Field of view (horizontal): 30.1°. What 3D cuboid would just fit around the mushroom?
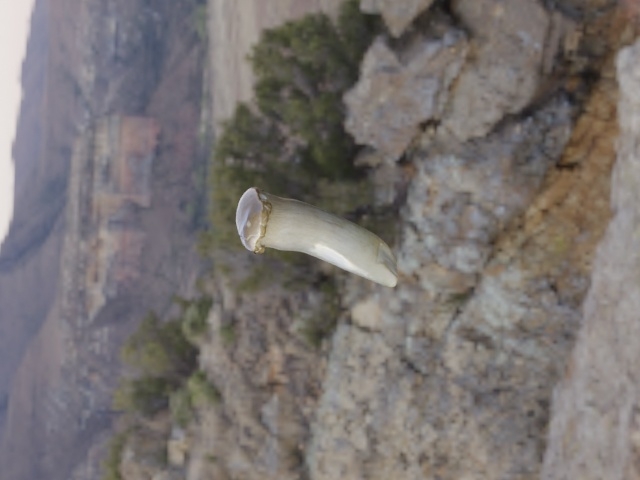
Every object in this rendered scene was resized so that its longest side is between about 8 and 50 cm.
[{"bbox_3d":[0.000,0.000,1.413,0.084,0.209,0.071,-103,35,-67],"label":"mushroom"}]
